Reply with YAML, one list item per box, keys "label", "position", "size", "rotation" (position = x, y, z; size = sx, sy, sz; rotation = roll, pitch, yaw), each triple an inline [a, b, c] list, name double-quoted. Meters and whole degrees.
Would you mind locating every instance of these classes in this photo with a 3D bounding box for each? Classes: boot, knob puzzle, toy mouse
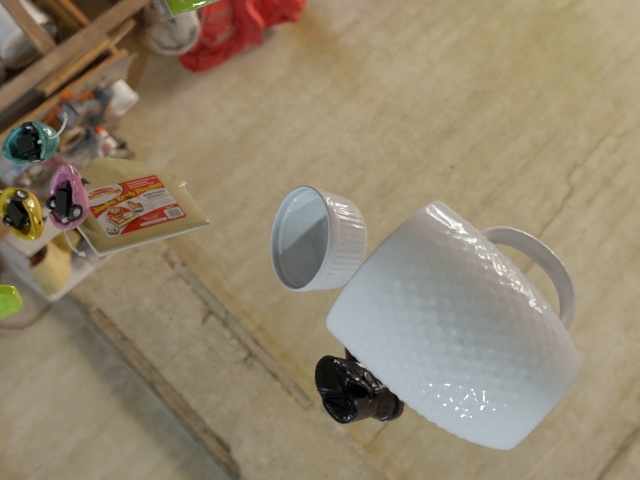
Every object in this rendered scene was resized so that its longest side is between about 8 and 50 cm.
- label: "boot"
  position: [0.063, 0.234, 1.556]
  size: [0.094, 0.246, 0.207]
  rotation: [-27, 155, 24]
- label: "knob puzzle"
  position: [-0.285, -0.055, 1.181]
  size: [0.213, 0.213, 0.030]
  rotation: [-43, 156, -44]
- label: "toy mouse"
  position: [-0.253, -0.061, 0.758]
  size: [0.031, 0.161, 0.143]
  rotation: [-11, 137, -56]

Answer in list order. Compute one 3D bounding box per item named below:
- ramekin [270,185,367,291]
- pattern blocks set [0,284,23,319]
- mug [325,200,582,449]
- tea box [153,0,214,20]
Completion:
- label: "ramekin"
  position: [0.000, 0.000, 1.589]
  size: [0.109, 0.207, 0.207]
  rotation: [7, 145, -36]
- label: "pattern blocks set"
  position: [-0.611, 0.115, 1.244]
  size: [0.285, 0.026, 0.325]
  rotation: [-13, 147, -2]
- label: "mug"
  position: [0.250, 0.120, 1.263]
  size: [0.374, 0.328, 0.276]
  rotation: [-38, 162, -30]
- label: "tea box"
  position: [-0.214, -0.693, 1.889]
  size: [0.323, 0.220, 0.329]
  rotation: [-12, -161, 27]
